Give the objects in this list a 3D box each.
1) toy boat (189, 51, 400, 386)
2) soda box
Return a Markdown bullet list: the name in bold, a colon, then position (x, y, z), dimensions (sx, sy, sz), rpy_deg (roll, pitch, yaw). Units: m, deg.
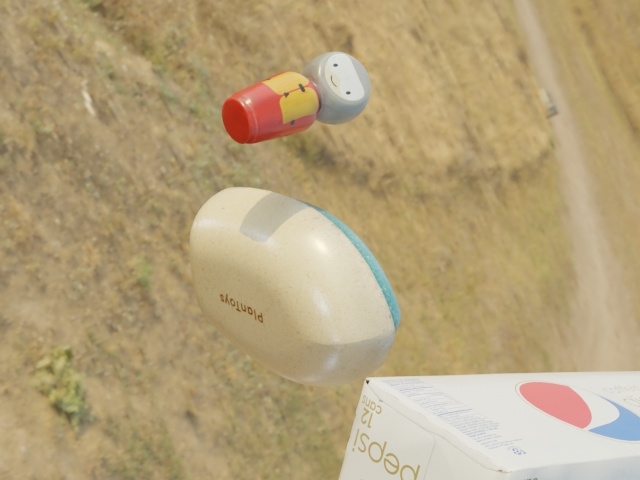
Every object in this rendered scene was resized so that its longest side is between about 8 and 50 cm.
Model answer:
- **toy boat**: position (-0.015, -0.016, 1.017), dimensions (0.148, 0.267, 0.318), rpy_deg (-24, 127, -36)
- **soda box**: position (0.107, 0.095, 0.398), dimensions (0.216, 0.069, 0.074), rpy_deg (5, 105, -39)
